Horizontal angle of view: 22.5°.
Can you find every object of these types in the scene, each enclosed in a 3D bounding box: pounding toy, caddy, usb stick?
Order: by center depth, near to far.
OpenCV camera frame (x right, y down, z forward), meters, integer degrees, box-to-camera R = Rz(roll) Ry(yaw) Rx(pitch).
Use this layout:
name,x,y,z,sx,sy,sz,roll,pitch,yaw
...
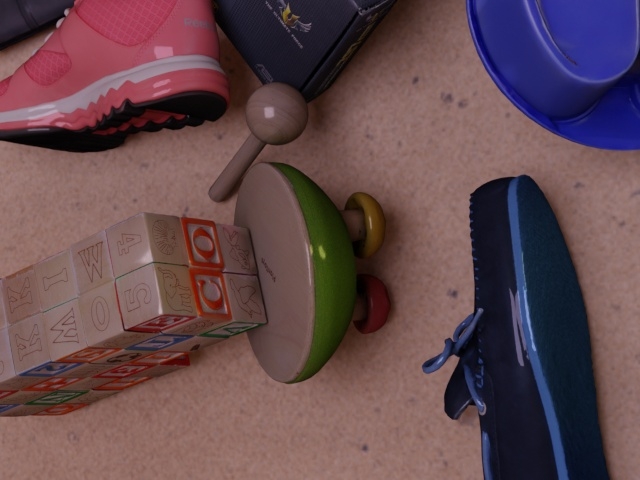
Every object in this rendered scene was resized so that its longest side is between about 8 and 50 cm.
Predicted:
name,x,y,z,sx,sy,sz,roll,pitch,yaw
caddy,0.232,-0.239,1.188,0.241,0.179,0.341,2,89,-5
pounding toy,0.000,0.000,1.349,0.183,0.110,0.237,116,143,-53
usb stick,-0.224,-0.252,1.503,0.278,0.045,0.077,-20,79,25

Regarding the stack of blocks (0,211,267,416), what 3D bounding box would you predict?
name,x,y,z,sx,sy,sz,roll,pitch,yaw
stack of blocks,-0.191,0.071,1.382,0.297,0.171,0.087,-23,72,34

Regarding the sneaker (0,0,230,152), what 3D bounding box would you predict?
name,x,y,z,sx,sy,sz,roll,pitch,yaw
sneaker,-0.198,-0.159,1.439,0.314,0.116,0.136,-8,80,40

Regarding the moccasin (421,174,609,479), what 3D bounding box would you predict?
name,x,y,z,sx,sy,sz,roll,pitch,yaw
moccasin,0.143,0.123,1.260,0.117,0.138,0.342,-10,83,31

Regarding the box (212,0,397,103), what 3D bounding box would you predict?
name,x,y,z,sx,sy,sz,roll,pitch,yaw
box,-0.048,-0.243,1.329,0.232,0.059,0.183,53,150,5
